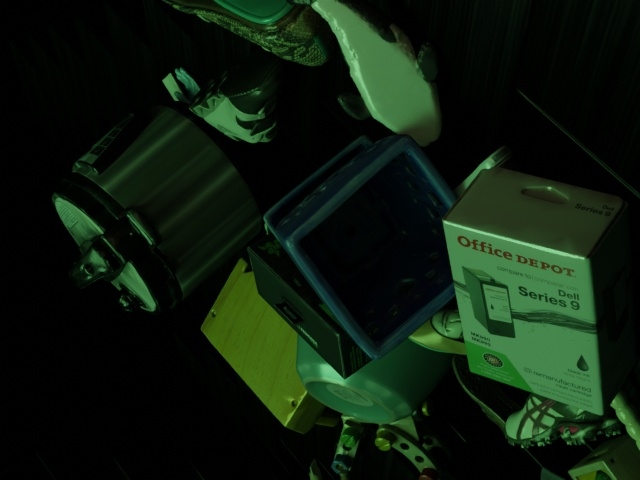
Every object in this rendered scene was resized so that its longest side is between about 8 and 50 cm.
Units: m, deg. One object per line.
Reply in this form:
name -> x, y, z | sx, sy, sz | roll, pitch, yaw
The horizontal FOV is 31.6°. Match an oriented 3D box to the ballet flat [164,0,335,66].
ballet flat -> -0.147, -0.403, 1.854 | 0.483, 0.164, 0.182 | 38, 173, 37

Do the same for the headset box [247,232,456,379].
headset box -> 0.052, 0.055, 1.866 | 0.246, 0.283, 0.131 | 43, 157, 34

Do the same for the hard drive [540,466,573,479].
hard drive -> 0.434, 0.520, 1.902 | 0.172, 0.054, 0.254 | 22, 117, 58

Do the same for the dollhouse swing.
dollhouse swing -> -0.053, 0.255, 2.734 | 0.347, 0.305, 0.315 | 44, 115, 31

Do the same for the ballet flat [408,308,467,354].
ballet flat -> 0.244, 0.141, 1.766 | 0.232, 0.080, 0.073 | 14, 135, 9

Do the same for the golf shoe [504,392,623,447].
golf shoe -> 0.365, 0.254, 1.752 | 0.273, 0.105, 0.120 | -33, 72, 66

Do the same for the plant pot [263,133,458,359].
plant pot -> 0.067, -0.007, 1.641 | 0.236, 0.236, 0.212 | 53, 172, -21

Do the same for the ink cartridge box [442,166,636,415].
ink cartridge box -> 0.292, 0.066, 1.491 | 0.211, 0.121, 0.289 | 16, 138, 34

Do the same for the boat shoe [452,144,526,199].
boat shoe -> 0.238, -0.060, 1.581 | 0.083, 0.065, 0.183 | 52, 160, 6

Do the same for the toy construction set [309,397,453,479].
toy construction set -> 0.101, 0.385, 2.265 | 0.257, 0.309, 0.237 | 24, 138, 43

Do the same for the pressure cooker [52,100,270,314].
pressure cooker -> -0.362, -0.048, 2.414 | 0.375, 0.420, 0.370 | 35, 158, 33

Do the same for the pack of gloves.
pack of gloves -> -0.280, -0.265, 2.490 | 0.232, 0.046, 0.195 | 59, 159, -7

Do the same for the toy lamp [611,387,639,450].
toy lamp -> 0.467, 0.299, 1.579 | 0.274, 0.080, 0.080 | 55, 160, 3

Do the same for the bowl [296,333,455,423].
bowl -> 0.079, 0.220, 2.033 | 0.312, 0.163, 0.311 | 20, 158, 8

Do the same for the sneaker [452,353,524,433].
sneaker -> 0.290, 0.274, 1.963 | 0.188, 0.066, 0.071 | 51, 160, 16

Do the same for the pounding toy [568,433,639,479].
pounding toy -> 0.473, 0.408, 1.705 | 0.206, 0.094, 0.181 | 54, 160, 8

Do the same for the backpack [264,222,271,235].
backpack -> 0.000, 0.000, 2.074 | 0.144, 0.166, 0.188 | 33, 158, 53

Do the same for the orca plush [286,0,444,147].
orca plush -> 0.072, -0.260, 1.603 | 0.287, 0.151, 0.102 | 36, -157, -9

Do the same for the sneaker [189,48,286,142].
sneaker -> -0.114, -0.251, 2.064 | 0.146, 0.122, 0.330 | 43, 163, -17
